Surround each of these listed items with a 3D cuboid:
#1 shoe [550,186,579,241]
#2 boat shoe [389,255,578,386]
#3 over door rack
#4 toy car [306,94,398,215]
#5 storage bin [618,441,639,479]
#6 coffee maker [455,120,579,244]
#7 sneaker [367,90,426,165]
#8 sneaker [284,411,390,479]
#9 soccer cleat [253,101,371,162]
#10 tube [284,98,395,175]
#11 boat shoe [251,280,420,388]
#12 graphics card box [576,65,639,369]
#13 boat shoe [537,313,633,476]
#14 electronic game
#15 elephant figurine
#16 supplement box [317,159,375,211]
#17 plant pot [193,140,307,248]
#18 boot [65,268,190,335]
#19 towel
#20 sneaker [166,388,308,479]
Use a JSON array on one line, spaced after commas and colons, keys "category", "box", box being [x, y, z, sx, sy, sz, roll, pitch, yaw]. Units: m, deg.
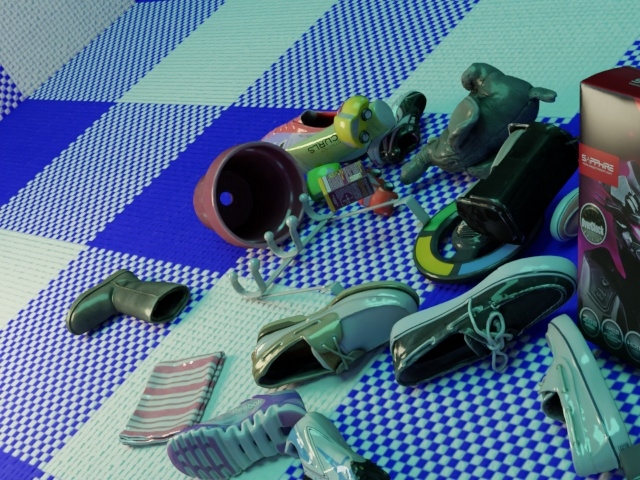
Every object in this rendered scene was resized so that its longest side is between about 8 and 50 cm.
[{"category": "shoe", "box": [0.440, -0.057, 1.877, 0.178, 0.063, 0.081, -39, 28, -19]}, {"category": "boat shoe", "box": [0.235, 0.124, 1.748, 0.306, 0.113, 0.105, -22, 38, 19]}, {"category": "over door rack", "box": [0.000, 0.000, 2.111, 0.324, 0.108, 0.239, 3, 45, 52]}, {"category": "toy car", "box": [0.035, -0.129, 2.268, 0.053, 0.239, 0.225, -3, -19, -39]}, {"category": "storage bin", "box": [0.413, 0.263, 1.415, 0.135, 0.098, 0.091, -27, 20, 6]}, {"category": "coffee maker", "box": [0.317, -0.093, 1.884, 0.178, 0.120, 0.171, -52, 14, -22]}, {"category": "sneaker", "box": [0.168, -0.212, 2.350, 0.077, 0.072, 0.178, 9, 61, 41]}, {"category": "sneaker", "box": [0.027, 0.325, 1.681, 0.086, 0.085, 0.237, -59, 35, 5]}, {"category": "soccer cleat", "box": [-0.045, -0.212, 2.475, 0.318, 0.116, 0.108, -5, 39, 36]}, {"category": "tube", "box": [0.038, -0.192, 2.344, 0.240, 0.070, 0.062, -27, -8, 36]}, {"category": "boat shoe", "box": [0.023, 0.158, 1.895, 0.302, 0.113, 0.103, -25, 30, 31]}, {"category": "graphics card box", "box": [0.429, -0.014, 1.529, 0.094, 0.371, 0.233, -16, 25, -25]}, {"category": "boat shoe", "box": [0.328, 0.201, 1.578, 0.088, 0.096, 0.267, -22, 40, 6]}, {"category": "electronic game", "box": [0.257, -0.011, 1.986, 0.229, 0.048, 0.229, -23, 31, 15]}, {"category": "elephant figurine", "box": [0.273, -0.181, 2.151, 0.169, 0.186, 0.239, 35, 75, 11]}, {"category": "supplement box", "box": [0.044, -0.094, 2.089, 0.083, 0.043, 0.055, -23, 36, 4]}, {"category": "plant pot", "box": [-0.152, -0.082, 2.329, 0.201, 0.201, 0.180, -45, 18, -23]}, {"category": "boot", "box": [-0.369, 0.132, 2.319, 0.208, 0.076, 0.189, 21, 60, 45]}, {"category": "towel", "box": [-0.249, 0.263, 2.049, 0.144, 0.029, 0.197, -12, 35, 27]}, {"category": "sneaker", "box": [-0.119, 0.288, 1.848, 0.236, 0.095, 0.104, -18, 26, 12]}]
